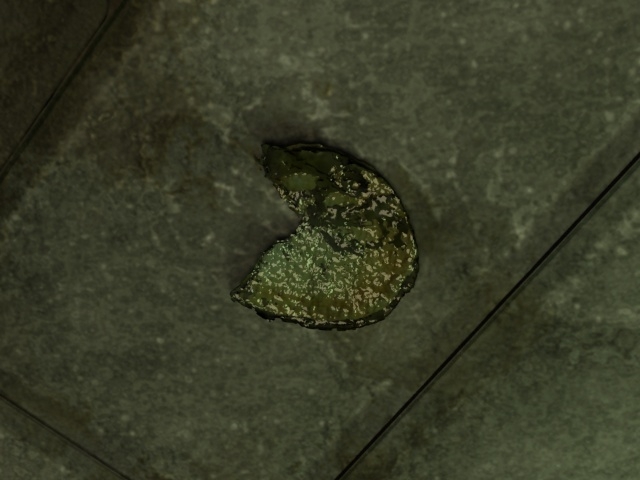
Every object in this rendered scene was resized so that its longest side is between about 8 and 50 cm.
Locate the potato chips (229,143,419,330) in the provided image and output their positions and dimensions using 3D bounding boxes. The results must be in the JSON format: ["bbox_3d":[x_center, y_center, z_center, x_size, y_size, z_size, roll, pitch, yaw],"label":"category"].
[{"bbox_3d":[0.001,-0.002,1.665,0.202,0.029,0.220,0,120,8],"label":"potato chips"}]
